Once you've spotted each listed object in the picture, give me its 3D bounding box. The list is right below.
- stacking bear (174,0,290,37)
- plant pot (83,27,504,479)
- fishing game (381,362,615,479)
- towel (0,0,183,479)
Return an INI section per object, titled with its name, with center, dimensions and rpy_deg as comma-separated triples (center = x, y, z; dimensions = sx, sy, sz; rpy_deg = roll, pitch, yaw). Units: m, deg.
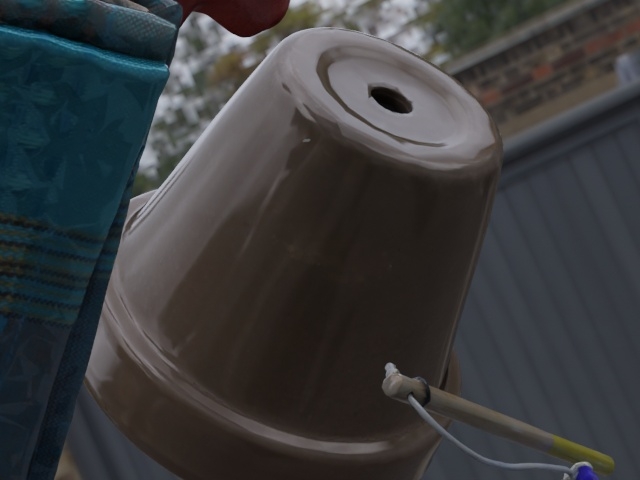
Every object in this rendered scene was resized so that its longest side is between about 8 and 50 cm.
[stacking bear]
center = 0.037, -0.204, 0.736
dimensions = 0.289, 0.164, 0.175
rpy_deg = -14, 4, 29
[plant pot]
center = 0.000, 0.000, 1.023
dimensions = 0.263, 0.263, 0.229
rpy_deg = -17, -38, -50
[fishing game]
center = 0.133, 0.132, 0.452
dimensions = 0.189, 0.264, 0.041
rpy_deg = 26, -71, -45
[towel]
center = -0.240, 0.030, 0.488
dimensions = 0.370, 0.040, 0.271
rpy_deg = 5, -62, -30
